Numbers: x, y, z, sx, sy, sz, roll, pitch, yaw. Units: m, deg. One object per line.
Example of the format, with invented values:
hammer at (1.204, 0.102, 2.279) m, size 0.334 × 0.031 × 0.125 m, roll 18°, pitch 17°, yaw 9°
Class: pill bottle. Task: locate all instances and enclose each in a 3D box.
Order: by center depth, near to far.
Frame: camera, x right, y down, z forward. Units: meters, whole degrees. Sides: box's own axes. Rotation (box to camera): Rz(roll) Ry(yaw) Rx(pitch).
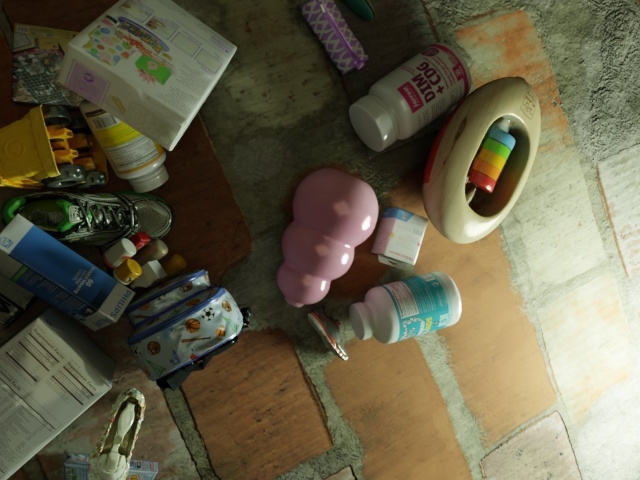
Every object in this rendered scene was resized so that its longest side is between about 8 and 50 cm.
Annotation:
pill bottle at (-0.408, -0.213, 1.149) m, size 0.117 × 0.117 × 0.215 m, roll -29°, pitch 123°, yaw -15°
pill bottle at (0.220, -0.353, 1.342) m, size 0.283 × 0.160 × 0.160 m, roll -37°, pitch 103°, yaw -13°
pill bottle at (0.211, 0.175, 1.371) m, size 0.264 × 0.146 × 0.146 m, roll -13°, pitch 96°, yaw -16°

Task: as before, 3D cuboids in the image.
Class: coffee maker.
coffee maker at (-0.658, 0.065, 1.115) m, size 0.178 × 0.120 × 0.171 m, roll 45°, pitch 53°, yaw -16°

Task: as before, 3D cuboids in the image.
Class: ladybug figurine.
ladybug figurine at (0.401, -0.213, 1.387) m, size 0.305 × 0.162 × 0.449 m, roll 29°, pitch 88°, yaw -35°

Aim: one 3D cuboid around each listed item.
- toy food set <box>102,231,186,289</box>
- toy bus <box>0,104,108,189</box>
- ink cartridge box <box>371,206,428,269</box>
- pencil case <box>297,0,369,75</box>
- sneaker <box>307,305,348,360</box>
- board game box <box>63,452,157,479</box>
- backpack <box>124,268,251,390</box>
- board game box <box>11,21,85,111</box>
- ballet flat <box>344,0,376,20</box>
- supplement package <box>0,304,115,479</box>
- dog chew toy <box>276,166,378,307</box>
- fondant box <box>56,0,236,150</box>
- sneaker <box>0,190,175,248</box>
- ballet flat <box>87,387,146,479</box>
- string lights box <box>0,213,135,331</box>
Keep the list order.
toy food set at (-0.389, 0.057, 1.133) m, size 0.104 × 0.232 × 0.111 m, roll -37°, pitch 88°, yaw 11°
toy bus at (-0.568, -0.161, 1.091) m, size 0.211 × 0.220 × 0.149 m, roll -17°, pitch 89°, yaw 5°
ink cartridge box at (0.199, -0.003, 1.388) m, size 0.092 × 0.090 × 0.143 m, roll 20°, pitch 87°, yaw -17°
pencil case at (0.037, -0.506, 1.316) m, size 0.086 × 0.088 × 0.206 m, roll -39°, pitch 104°, yaw -10°
sneaker at (0.034, 0.232, 1.363) m, size 0.065 × 0.061 × 0.158 m, roll -38°, pitch 104°, yaw -19°
board game box at (-0.467, 0.571, 1.214) m, size 0.194 × 0.060 × 0.194 m, roll 0°, pitch 92°, yaw -17°
backpack at (-0.287, 0.181, 1.149) m, size 0.276 × 0.263 × 0.213 m, roll -34°, pitch 102°, yaw -13°
board game box at (-0.524, -0.363, 1.164) m, size 0.243 × 0.042 × 0.165 m, roll 3°, pitch 91°, yaw -18°
ballet flat at (0.065, -0.633, 1.329) m, size 0.213 × 0.072 × 0.068 m, roll 33°, pitch 78°, yaw -16°
supplement package at (-0.588, 0.294, 1.089) m, size 0.263 × 0.199 × 0.198 m, roll -42°, pitch 104°, yaw -12°
dog chew toy at (0.000, 0.000, 1.276) m, size 0.207 × 0.206 × 0.332 m, roll 24°, pitch 94°, yaw -17°
fondant box at (-0.334, -0.364, 1.101) m, size 0.238 × 0.096 × 0.330 m, roll 32°, pitch 40°, yaw -16°
sneaker at (-0.482, -0.039, 1.137) m, size 0.343 × 0.146 × 0.134 m, roll -3°, pitch 93°, yaw -21°
ballet flat at (-0.443, 0.440, 1.168) m, size 0.091 × 0.077 × 0.241 m, roll 16°, pitch 66°, yaw -18°
string lights box at (-0.512, 0.073, 1.057) m, size 0.260 × 0.133 × 0.076 m, roll 40°, pitch 52°, yaw -23°
